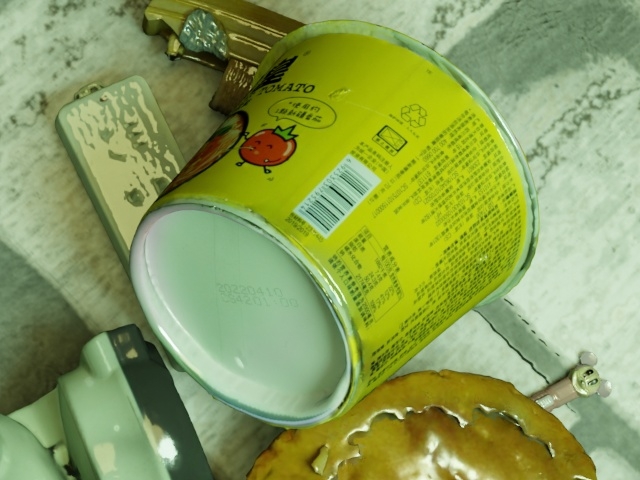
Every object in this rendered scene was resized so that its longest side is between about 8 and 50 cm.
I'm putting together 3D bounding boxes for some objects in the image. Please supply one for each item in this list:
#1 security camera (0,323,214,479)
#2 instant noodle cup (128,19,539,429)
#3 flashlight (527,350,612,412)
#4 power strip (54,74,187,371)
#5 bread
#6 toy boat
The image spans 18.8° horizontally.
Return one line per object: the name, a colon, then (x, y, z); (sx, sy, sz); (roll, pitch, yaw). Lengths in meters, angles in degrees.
security camera: (-0.249, 0.220, 1.755); (0.277, 0.197, 0.191); (-21, 77, -10)
instant noodle cup: (0.000, 0.000, 1.746); (0.325, 0.325, 0.254); (45, 51, -1)
flashlight: (0.243, 0.155, 1.955); (0.110, 0.031, 0.052); (-26, 86, -17)
power strip: (-0.153, -0.008, 1.886); (0.098, 0.058, 0.338); (-25, 85, -17)
bread: (0.090, 0.299, 1.805); (0.358, 0.204, 0.336); (-18, 86, -12)
toy boat: (-0.036, -0.157, 1.927); (0.310, 0.089, 0.115); (22, 77, -8)
